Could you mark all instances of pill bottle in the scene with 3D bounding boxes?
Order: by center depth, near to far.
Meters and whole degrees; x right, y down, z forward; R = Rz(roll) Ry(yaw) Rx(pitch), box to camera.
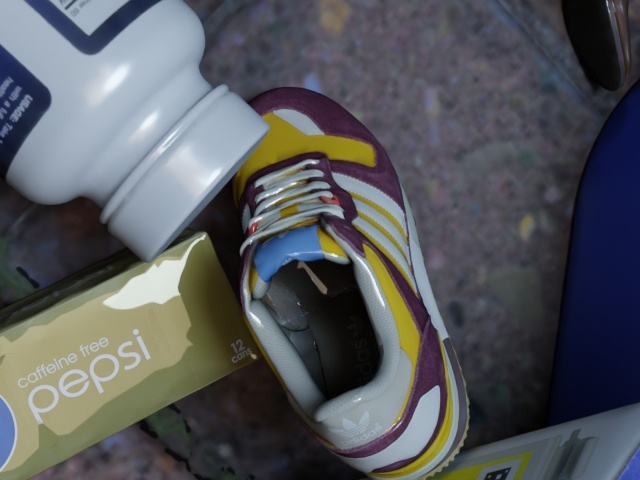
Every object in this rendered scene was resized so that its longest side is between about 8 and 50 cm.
[{"bbox_3d":[-0.103,-0.073,0.471,0.169,0.094,0.094,43,81,-2],"label":"pill bottle"}]

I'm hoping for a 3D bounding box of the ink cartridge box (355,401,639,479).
[{"bbox_3d":[0.136,0.203,0.496,0.304,0.307,0.072,53,45,-14],"label":"ink cartridge box"}]

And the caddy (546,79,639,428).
[{"bbox_3d":[0.245,0.056,0.569,0.241,0.179,0.342,6,93,-17],"label":"caddy"}]

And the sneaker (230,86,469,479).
[{"bbox_3d":[0.000,0.000,0.490,0.069,0.186,0.084,-31,147,10],"label":"sneaker"}]

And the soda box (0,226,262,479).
[{"bbox_3d":[-0.118,0.058,0.512,0.181,0.061,0.058,-27,102,-14],"label":"soda box"}]

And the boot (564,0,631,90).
[{"bbox_3d":[0.168,-0.135,0.605,0.114,0.037,0.106,-19,102,-20],"label":"boot"}]
